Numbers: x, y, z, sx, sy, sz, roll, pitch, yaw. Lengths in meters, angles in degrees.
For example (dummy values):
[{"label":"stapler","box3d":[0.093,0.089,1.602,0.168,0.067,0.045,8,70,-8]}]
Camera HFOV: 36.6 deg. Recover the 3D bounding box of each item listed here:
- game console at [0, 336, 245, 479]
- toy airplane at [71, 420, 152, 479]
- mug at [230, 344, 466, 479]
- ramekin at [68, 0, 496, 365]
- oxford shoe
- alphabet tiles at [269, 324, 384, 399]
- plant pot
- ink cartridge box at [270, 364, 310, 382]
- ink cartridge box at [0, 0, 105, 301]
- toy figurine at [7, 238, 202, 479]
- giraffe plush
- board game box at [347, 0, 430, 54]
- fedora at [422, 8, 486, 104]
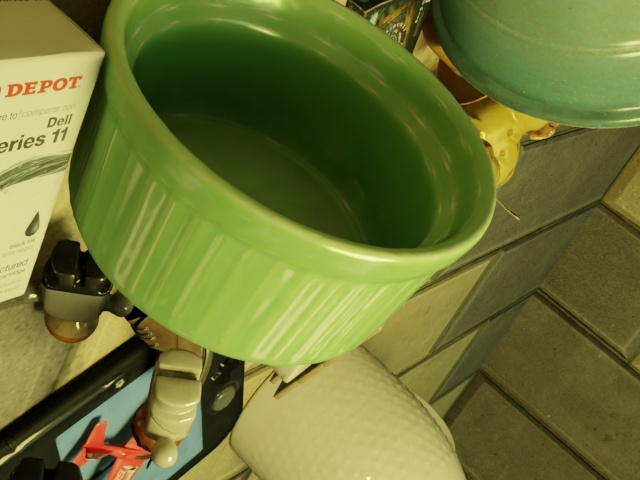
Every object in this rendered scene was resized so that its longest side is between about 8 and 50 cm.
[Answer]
[{"label":"game console","box3d":[-0.238,0.244,1.159,0.386,0.060,0.342,-37,157,-31]},{"label":"toy airplane","box3d":[-0.227,0.239,1.088,0.151,0.028,0.151,-39,151,-27]},{"label":"mug","box3d":[0.089,0.342,1.611,0.374,0.328,0.276,-17,143,-55]},{"label":"ramekin","box3d":[-0.036,-0.054,0.718,0.303,0.303,0.148,-24,155,-49]},{"label":"oxford shoe","box3d":[-0.162,0.079,0.989,0.096,0.083,0.227,-18,128,-34]},{"label":"alphabet tiles","box3d":[0.058,0.067,1.272,0.342,0.011,0.285,-40,-168,44]},{"label":"plant pot","box3d":[0.240,-0.326,0.789,0.341,0.341,0.334,-45,151,-11]},{"label":"ink cartridge box","box3d":[0.000,0.000,0.994,0.171,0.168,0.233,-35,168,-31]},{"label":"ink cartridge box","box3d":[-0.240,-0.048,0.597,0.153,0.087,0.208,-22,146,-52]},{"label":"toy figurine","box3d":[-0.215,0.129,0.792,0.209,0.213,0.148,-38,166,-34]},{"label":"giraffe plush","box3d":[0.212,-0.152,1.165,0.170,0.210,0.181,-53,-164,12]},{"label":"board game box","box3d":[0.053,-0.190,1.032,0.126,0.026,0.186,-31,153,-39]},{"label":"fedora","box3d":[0.167,-0.244,1.044,0.079,0.194,0.194,26,108,-29]}]
